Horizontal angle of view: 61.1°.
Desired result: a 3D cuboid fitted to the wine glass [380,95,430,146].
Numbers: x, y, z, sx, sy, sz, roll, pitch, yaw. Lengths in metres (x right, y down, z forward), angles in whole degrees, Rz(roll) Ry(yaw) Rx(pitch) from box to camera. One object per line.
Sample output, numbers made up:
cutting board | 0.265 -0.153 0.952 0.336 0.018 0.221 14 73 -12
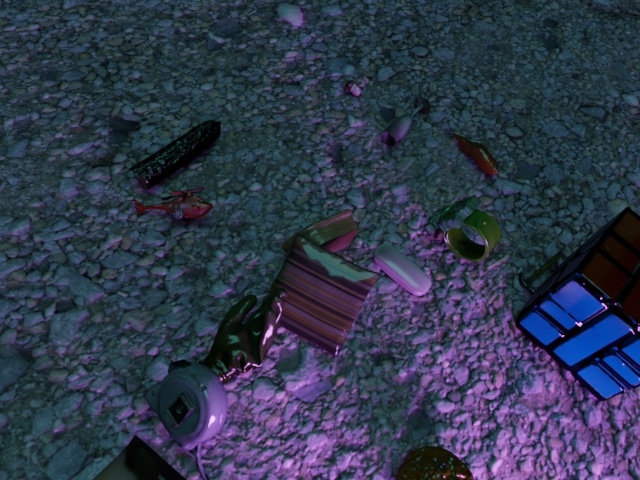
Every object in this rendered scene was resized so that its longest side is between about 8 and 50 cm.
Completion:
wine glass | 0.252 -0.351 1.611 0.066 0.066 0.198 37 60 11

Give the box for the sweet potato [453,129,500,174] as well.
sweet potato | 0.461 -0.263 1.607 0.056 0.056 0.195 -29 64 -26

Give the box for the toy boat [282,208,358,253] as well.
toy boat | 0.000 0.000 1.308 0.188 0.116 0.061 -24 72 -24

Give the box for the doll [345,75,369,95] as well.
doll | 0.113 -0.481 1.673 0.058 0.040 0.085 32 61 -7

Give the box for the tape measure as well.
tape measure | -0.200 0.374 1.015 0.330 0.164 0.084 46 26 20

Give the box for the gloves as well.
gloves | -0.160 0.207 1.152 0.135 0.107 0.268 37 76 20

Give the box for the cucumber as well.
cucumber | -0.357 -0.234 1.399 0.072 0.072 0.300 39 59 12

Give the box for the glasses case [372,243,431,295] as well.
glasses case | 0.202 0.072 1.349 0.164 0.041 0.063 39 58 13

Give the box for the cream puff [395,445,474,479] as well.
cream puff | 0.230 0.480 1.059 0.165 0.115 0.150 3 56 -12

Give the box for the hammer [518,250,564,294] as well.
hammer | 0.592 0.074 1.448 0.182 0.017 0.062 -32 70 -29

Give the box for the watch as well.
watch | 0.377 -0.025 1.406 0.131 0.165 0.152 -43 100 -31

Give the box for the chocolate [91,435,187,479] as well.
chocolate | -0.274 0.516 0.830 0.326 0.314 0.297 38 68 8

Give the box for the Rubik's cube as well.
Rubik's cube | 0.683 0.151 1.262 0.293 0.288 0.283 -35 72 -30

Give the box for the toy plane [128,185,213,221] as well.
toy plane | -0.357 -0.082 1.293 0.194 0.126 0.077 -3 87 -15

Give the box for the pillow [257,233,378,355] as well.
pillow | -0.007 0.121 1.224 0.208 0.052 0.212 27 92 7
